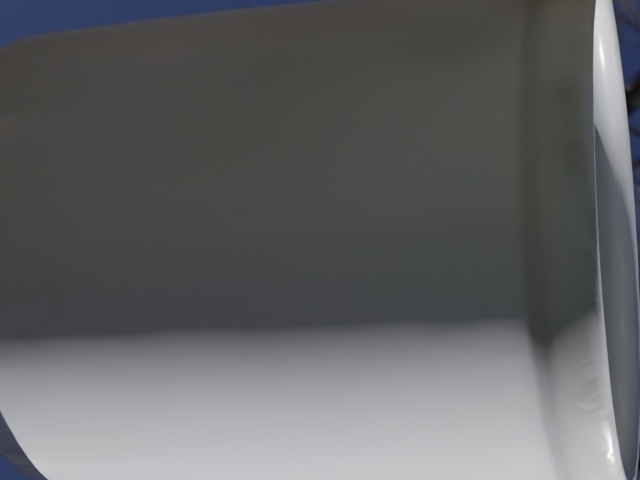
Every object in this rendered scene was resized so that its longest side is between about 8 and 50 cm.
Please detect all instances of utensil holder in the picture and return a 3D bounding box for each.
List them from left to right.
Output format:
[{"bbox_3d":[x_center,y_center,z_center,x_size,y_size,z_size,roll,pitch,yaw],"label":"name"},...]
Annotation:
[{"bbox_3d":[0.000,0.000,1.068,0.385,0.327,0.327,-2,-125,14],"label":"utensil holder"}]
